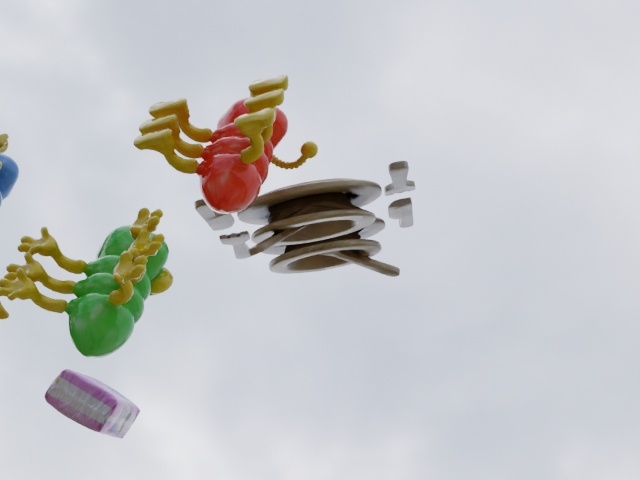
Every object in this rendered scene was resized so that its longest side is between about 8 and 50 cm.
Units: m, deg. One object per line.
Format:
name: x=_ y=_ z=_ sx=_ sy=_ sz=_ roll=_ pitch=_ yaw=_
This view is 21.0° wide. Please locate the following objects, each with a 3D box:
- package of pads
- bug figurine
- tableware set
package of pads: x=-0.164 y=0.118 z=1.247 sx=0.050 sy=0.032 sz=0.083 roll=32 pitch=-5 yaw=10
bug figurine: x=-0.143 y=-0.007 z=0.970 sx=0.279 sy=0.216 sz=0.072 roll=-8 pitch=-55 yaw=27
tableware set: x=0.000 y=0.000 z=1.076 sx=0.128 sy=0.039 sz=0.194 roll=-11 pitch=-11 yaw=3
